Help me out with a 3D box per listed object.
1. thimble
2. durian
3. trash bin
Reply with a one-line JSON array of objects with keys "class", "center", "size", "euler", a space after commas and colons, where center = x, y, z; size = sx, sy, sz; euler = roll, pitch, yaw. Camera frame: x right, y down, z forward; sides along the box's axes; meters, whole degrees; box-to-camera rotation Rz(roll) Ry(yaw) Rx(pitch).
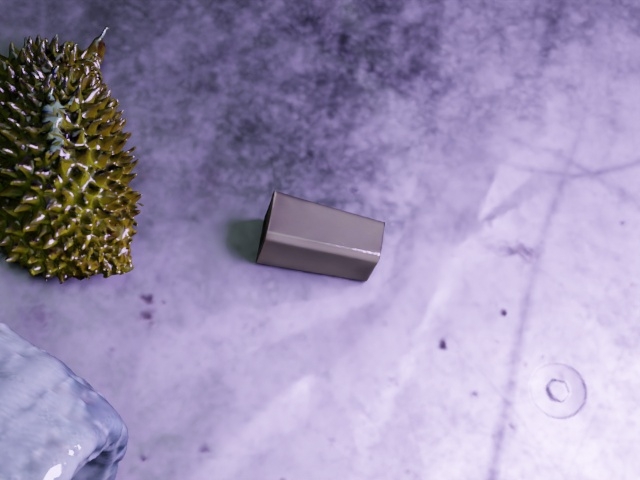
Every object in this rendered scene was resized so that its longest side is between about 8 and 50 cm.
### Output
[{"class": "thimble", "center": [-0.259, 0.173, 1.010], "size": [0.172, 0.205, 0.250], "euler": [34, 72, 7]}, {"class": "durian", "center": [-0.213, -0.078, 1.183], "size": [0.137, 0.095, 0.220], "euler": [-6, 63, -11]}, {"class": "trash bin", "center": [0.000, 0.000, 1.197], "size": [0.092, 0.061, 0.043], "euler": [14, 66, -5]}]
